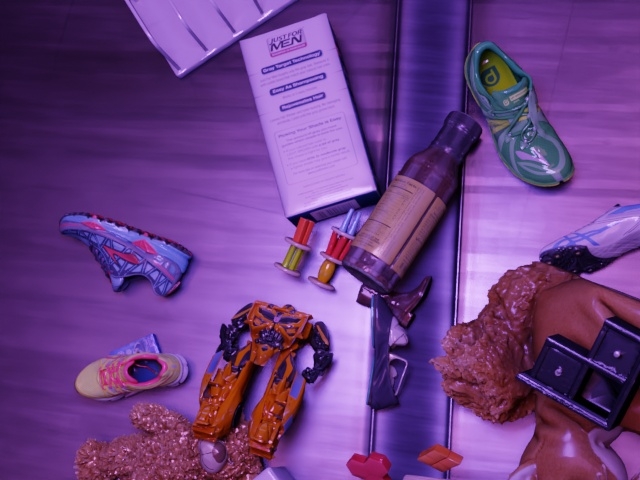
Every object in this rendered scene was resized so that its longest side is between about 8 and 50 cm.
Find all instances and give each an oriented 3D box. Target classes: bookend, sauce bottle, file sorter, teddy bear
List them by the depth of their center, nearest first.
[{"bbox_3d":[0.394,0.168,1.626,0.156,0.072,0.157,30,104,24],"label":"bookend"},{"bbox_3d":[-0.275,0.394,1.944,0.337,0.113,0.245,-2,66,13],"label":"teddy bear"},{"bbox_3d":[0.170,-0.071,1.958,0.111,0.111,0.344,32,78,15],"label":"sauce bottle"},{"bbox_3d":[-0.219,-0.478,2.079,0.277,0.173,0.193,-33,76,3],"label":"file sorter"}]

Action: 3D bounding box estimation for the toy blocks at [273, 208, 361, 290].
[{"bbox_3d":[0.000,0.000,1.976,0.123,0.054,0.148,23,95,-19],"label":"toy blocks"}]

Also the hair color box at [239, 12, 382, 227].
[{"bbox_3d":[-0.017,-0.216,2.025,0.173,0.105,0.347,-16,77,7],"label":"hair color box"}]

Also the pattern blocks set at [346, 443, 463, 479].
[{"bbox_3d":[0.217,0.444,1.799,0.324,0.026,0.285,-10,118,38],"label":"pattern blocks set"}]

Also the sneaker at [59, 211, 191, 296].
[{"bbox_3d":[-0.376,0.029,2.049,0.261,0.104,0.125,19,86,14],"label":"sneaker"}]

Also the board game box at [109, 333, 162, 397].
[{"bbox_3d":[-0.330,0.230,2.044,0.090,0.020,0.090,-25,76,7],"label":"board game box"}]

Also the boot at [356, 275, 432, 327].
[{"bbox_3d":[0.129,0.086,1.979,0.114,0.037,0.106,29,85,19],"label":"boot"}]

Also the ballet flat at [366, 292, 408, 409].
[{"bbox_3d":[0.119,0.193,1.937,0.074,0.074,0.203,3,92,11],"label":"ballet flat"}]

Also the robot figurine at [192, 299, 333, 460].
[{"bbox_3d":[-0.100,0.224,1.923,0.211,0.085,0.291,14,57,12],"label":"robot figurine"}]

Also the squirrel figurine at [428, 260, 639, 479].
[{"bbox_3d":[0.389,0.243,1.815,0.397,0.281,0.371,23,95,28],"label":"squirrel figurine"}]

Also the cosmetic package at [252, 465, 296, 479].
[{"bbox_3d":[-0.031,0.588,1.853,0.217,0.156,0.385,-40,74,1],"label":"cosmetic package"}]

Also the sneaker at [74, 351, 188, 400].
[{"bbox_3d":[-0.348,0.235,1.987,0.208,0.094,0.082,-14,79,10],"label":"sneaker"}]

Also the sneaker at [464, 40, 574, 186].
[{"bbox_3d":[0.337,-0.220,1.949,0.109,0.123,0.296,-32,76,3],"label":"sneaker"}]

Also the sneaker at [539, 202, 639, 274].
[{"bbox_3d":[0.488,-0.010,1.912,0.237,0.085,0.086,-21,45,12],"label":"sneaker"}]
